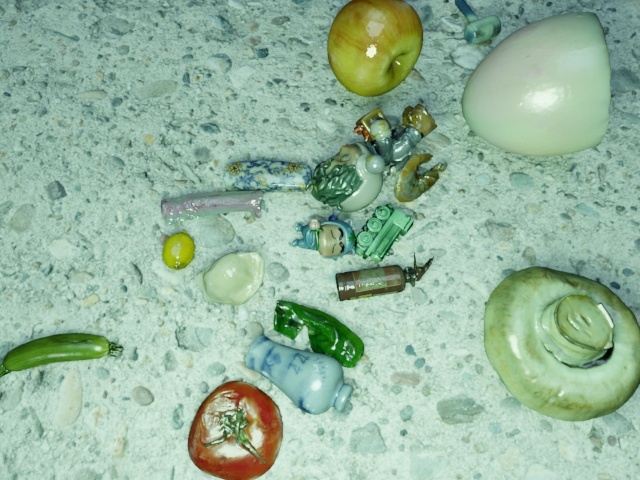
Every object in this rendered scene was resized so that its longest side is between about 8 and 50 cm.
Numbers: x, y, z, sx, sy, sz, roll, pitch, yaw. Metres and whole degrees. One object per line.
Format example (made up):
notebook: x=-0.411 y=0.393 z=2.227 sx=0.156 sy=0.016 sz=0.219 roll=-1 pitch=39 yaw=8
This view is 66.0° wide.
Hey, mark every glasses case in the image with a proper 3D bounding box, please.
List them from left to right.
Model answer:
glasses case: x=-0.147 y=-0.180 z=1.386 sx=0.248 sy=0.065 sz=0.086 roll=1 pitch=66 yaw=3

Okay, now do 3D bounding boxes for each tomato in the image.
tomato: x=-0.200 y=0.434 z=1.129 sx=0.228 sy=0.101 sz=0.227 roll=0 pitch=65 yaw=0

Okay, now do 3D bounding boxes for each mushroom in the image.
mushroom: x=0.542 y=0.219 z=1.109 sx=0.352 sy=0.260 sz=0.352 roll=1 pitch=65 yaw=-3

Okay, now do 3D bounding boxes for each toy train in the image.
toy train: x=0.163 y=-0.017 z=1.315 sx=0.111 sy=0.071 sz=0.170 roll=34 pitch=73 yaw=6

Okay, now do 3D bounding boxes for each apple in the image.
apple: x=0.153 y=-0.565 z=1.428 sx=0.286 sy=0.286 sz=0.233 roll=-40 pitch=66 yaw=-13

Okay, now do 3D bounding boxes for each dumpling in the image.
dumpling: x=-0.227 y=0.100 z=1.258 sx=0.199 sy=0.118 sz=0.136 roll=-17 pitch=99 yaw=16

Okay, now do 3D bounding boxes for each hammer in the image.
hammer: x=0.490 y=-0.718 z=1.587 sx=0.116 sy=0.069 sz=0.193 roll=-22 pitch=65 yaw=-6

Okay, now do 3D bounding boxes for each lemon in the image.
lemon: x=-0.374 y=0.025 z=1.303 sx=0.082 sy=0.082 sz=0.110 roll=7 pitch=69 yaw=4

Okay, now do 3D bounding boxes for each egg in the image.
egg: x=0.552 y=-0.394 z=1.318 sx=0.340 sy=0.354 sz=0.354 roll=-6 pitch=67 yaw=19

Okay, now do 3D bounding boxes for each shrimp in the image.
shrimp: x=0.274 y=-0.175 z=1.343 sx=0.187 sy=0.132 sz=0.052 roll=-34 pitch=53 yaw=-25

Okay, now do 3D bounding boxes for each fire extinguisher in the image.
fire extinguisher: x=0.165 y=0.092 z=1.249 sx=0.252 sy=0.106 sz=0.075 roll=-8 pitch=49 yaw=-1

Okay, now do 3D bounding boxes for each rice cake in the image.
rice cake: x=-0.299 y=-0.093 z=1.363 sx=0.291 sy=0.051 sz=0.081 roll=-4 pitch=68 yaw=0

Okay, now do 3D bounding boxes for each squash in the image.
squash: x=-0.654 y=0.273 z=1.216 sx=0.319 sy=0.071 sz=0.080 roll=-10 pitch=69 yaw=-3

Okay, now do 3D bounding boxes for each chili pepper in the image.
chili pepper: x=-0.006 y=0.225 z=1.218 sx=0.253 sy=0.083 sz=0.099 roll=24 pitch=80 yaw=14

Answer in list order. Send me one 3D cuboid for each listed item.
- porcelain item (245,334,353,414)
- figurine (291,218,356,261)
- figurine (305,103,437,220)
porcelain item: x=-0.048 y=0.313 z=1.155 sx=0.259 sy=0.141 sz=0.141 roll=24 pitch=71 yaw=19
figurine: x=-0.002 y=-0.004 z=1.274 sx=0.178 sy=0.144 sz=0.114 roll=4 pitch=90 yaw=31
figurine: x=0.128 y=-0.220 z=1.312 sx=0.382 sy=0.261 sz=0.186 roll=-43 pitch=96 yaw=-5
